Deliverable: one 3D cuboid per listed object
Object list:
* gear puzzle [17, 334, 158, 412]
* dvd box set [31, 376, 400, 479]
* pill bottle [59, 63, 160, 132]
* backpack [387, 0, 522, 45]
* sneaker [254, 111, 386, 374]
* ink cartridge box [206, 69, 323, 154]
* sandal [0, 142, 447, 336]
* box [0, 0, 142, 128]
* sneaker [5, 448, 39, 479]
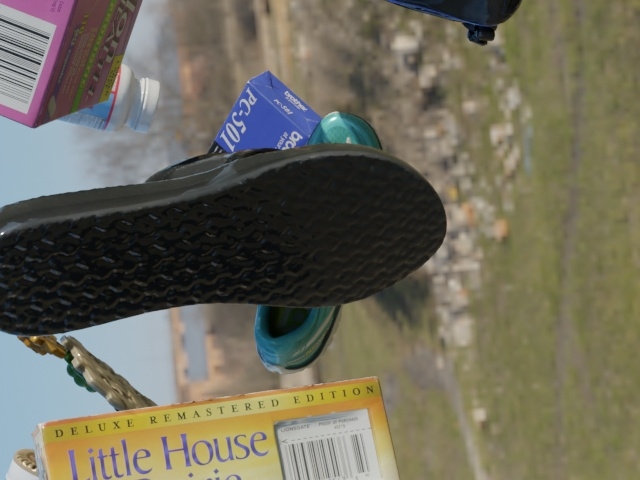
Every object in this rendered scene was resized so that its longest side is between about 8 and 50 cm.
[{"bbox_3d":[-0.247,0.193,1.946,0.339,0.044,0.175,43,179,-25],"label":"gear puzzle"},{"bbox_3d":[-0.057,0.337,1.362,0.062,0.308,0.420,136,125,-64],"label":"dvd box set"},{"bbox_3d":[-0.281,-0.181,2.002,0.087,0.160,0.087,-167,90,-75],"label":"pill bottle"},{"bbox_3d":[0.093,-0.239,1.205,0.173,0.158,0.116,-54,-21,-53],"label":"backpack"},{"bbox_3d":[0.000,0.000,1.638,0.110,0.107,0.275,51,-127,-74],"label":"sneaker"},{"bbox_3d":[-0.078,-0.082,1.846,0.046,0.097,0.207,-33,-17,-50],"label":"ink cartridge box"},{"bbox_3d":[-0.101,-0.021,1.497,0.107,0.446,0.167,-117,26,-50],"label":"sandal"},{"bbox_3d":[-0.246,-0.233,1.517,0.243,0.117,0.213,-55,-14,-77],"label":"box"},{"bbox_3d":[-0.199,0.329,1.611,0.099,0.282,0.153,-12,-53,-82],"label":"sneaker"}]
